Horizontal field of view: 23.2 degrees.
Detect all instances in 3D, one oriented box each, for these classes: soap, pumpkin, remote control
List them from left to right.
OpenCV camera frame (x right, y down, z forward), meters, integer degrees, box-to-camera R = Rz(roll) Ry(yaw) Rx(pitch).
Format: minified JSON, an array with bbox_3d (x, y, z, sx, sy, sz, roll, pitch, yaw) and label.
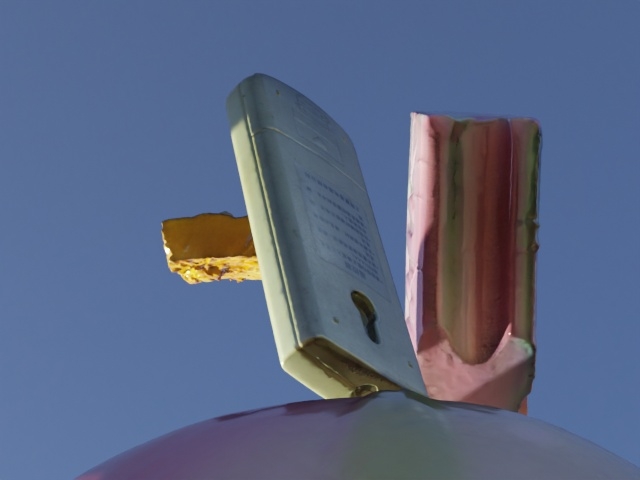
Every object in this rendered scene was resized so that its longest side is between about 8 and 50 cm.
[{"bbox_3d":[-0.078,0.002,1.238,0.083,0.053,0.074,-1,-18,8],"label":"pumpkin"},{"bbox_3d":[0.000,0.000,0.880,0.038,0.233,0.098,-40,-50,23],"label":"remote control"},{"bbox_3d":[0.131,0.047,1.387,0.109,0.193,0.323,0,-84,0],"label":"soap"}]

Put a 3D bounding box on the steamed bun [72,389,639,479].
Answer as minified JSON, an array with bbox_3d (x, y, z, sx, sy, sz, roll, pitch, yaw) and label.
[{"bbox_3d":[0.000,0.179,0.530,0.309,0.309,0.309,-6,-59,-9],"label":"steamed bun"}]
